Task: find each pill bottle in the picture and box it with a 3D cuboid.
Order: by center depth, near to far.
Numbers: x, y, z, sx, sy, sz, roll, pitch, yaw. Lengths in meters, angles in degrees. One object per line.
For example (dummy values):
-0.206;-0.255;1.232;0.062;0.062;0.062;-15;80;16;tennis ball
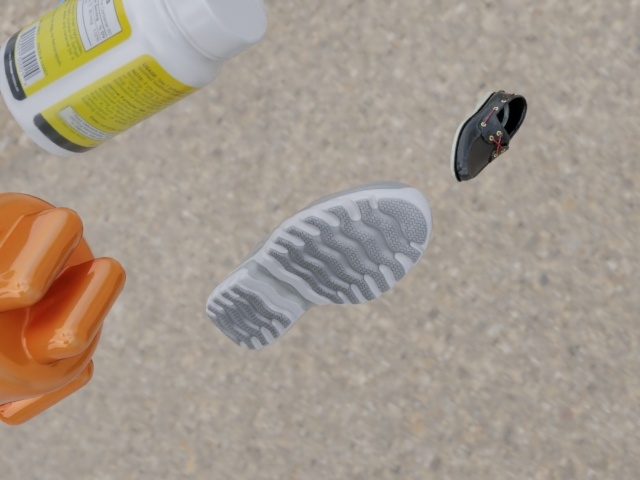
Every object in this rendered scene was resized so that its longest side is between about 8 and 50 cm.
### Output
-0.155;-0.162;1.230;0.208;0.119;0.119;-25;52;27;pill bottle

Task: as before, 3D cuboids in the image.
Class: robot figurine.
-0.222;0.045;0.920;0.219;0.158;0.128;-14;74;36;robot figurine

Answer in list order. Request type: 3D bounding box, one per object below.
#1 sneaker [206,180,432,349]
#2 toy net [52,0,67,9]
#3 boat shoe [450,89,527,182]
0.000;0.000;1.361;0.281;0.105;0.115;-27;24;45;sneaker
-0.226;-0.290;1.400;0.045;0.232;0.122;18;36;40;toy net
0.167;-0.105;1.480;0.042;0.049;0.133;6;41;31;boat shoe
